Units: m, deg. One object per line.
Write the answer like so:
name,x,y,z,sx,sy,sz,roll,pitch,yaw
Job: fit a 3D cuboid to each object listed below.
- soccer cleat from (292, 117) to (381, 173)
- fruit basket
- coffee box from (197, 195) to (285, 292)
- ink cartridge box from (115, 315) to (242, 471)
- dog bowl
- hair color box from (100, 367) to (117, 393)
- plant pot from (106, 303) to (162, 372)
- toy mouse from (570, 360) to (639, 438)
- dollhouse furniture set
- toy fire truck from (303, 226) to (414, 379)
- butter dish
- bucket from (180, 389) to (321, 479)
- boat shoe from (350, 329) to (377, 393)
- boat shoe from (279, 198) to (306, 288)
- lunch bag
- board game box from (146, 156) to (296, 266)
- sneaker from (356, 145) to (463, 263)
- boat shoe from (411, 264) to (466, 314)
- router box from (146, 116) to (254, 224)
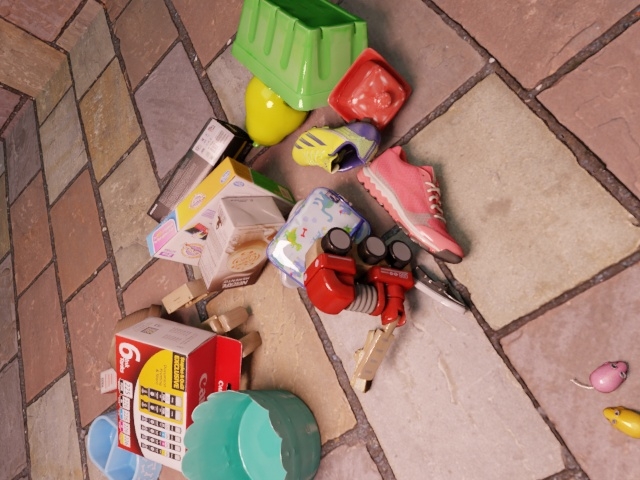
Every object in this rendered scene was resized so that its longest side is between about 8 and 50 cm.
soccer cleat,0.018,-0.213,0.994,0.289,0.093,0.121,-1,60,47
fruit basket,-0.071,-0.426,1.088,0.392,0.282,0.393,41,143,40
coffee box,-0.204,0.012,1.031,0.098,0.141,0.247,59,137,29
ink cartridge box,-0.345,0.374,1.001,0.271,0.130,0.310,9,104,17
dog bowl,-0.588,0.616,1.218,0.296,0.074,0.166,14,86,34
hair color box,-0.643,0.440,1.316,0.141,0.043,0.072,-23,66,25
plant pot,-0.538,0.295,1.178,0.237,0.109,0.238,-166,90,-69
toy mouse,0.494,0.233,0.647,0.160,0.031,0.143,26,92,35
dollhouse furniture set,-0.289,0.225,1.115,0.212,0.161,0.242,-31,85,23
toy fire truck,0.075,0.129,0.812,0.158,0.216,0.247,129,145,-49
butter dish,0.126,-0.324,0.935,0.160,0.160,0.118,-50,26,13
bucket,-0.144,0.462,0.898,0.280,0.183,0.282,-7,75,27
boat shoe,0.093,0.256,0.887,0.045,0.050,0.136,10,83,29
boat shoe,-0.068,0.005,1.034,0.075,0.083,0.227,4,78,62
lunch bag,0.000,0.000,0.942,0.176,0.090,0.219,42,93,-3
board game box,-0.252,-0.050,1.072,0.316,0.242,0.064,-39,60,18
sneaker,0.205,-0.088,0.865,0.136,0.115,0.314,-45,58,14
boat shoe,0.238,0.098,0.837,0.142,0.049,0.040,34,97,36
router box,-0.321,-0.184,1.151,0.081,0.243,0.309,37,100,-3
